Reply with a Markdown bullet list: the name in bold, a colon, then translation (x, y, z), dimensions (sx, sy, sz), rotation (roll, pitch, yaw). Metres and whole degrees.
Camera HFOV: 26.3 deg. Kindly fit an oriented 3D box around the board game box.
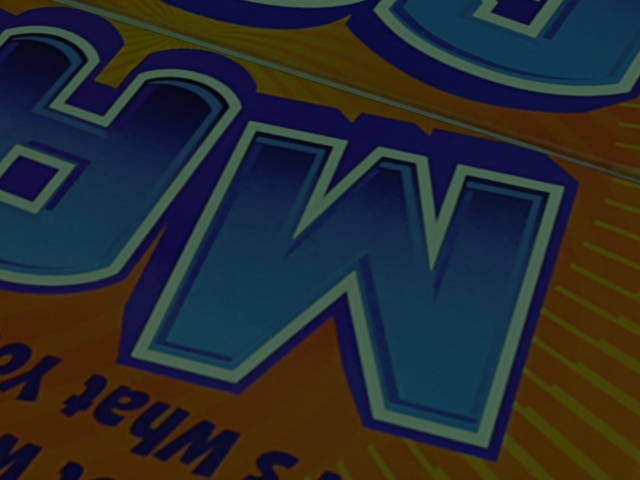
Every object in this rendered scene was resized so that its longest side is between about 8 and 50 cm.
- **board game box**: translation (-0.031, 0.052, 0.551), dimensions (0.356, 0.356, 0.356), rotation (-57, 157, -35)
